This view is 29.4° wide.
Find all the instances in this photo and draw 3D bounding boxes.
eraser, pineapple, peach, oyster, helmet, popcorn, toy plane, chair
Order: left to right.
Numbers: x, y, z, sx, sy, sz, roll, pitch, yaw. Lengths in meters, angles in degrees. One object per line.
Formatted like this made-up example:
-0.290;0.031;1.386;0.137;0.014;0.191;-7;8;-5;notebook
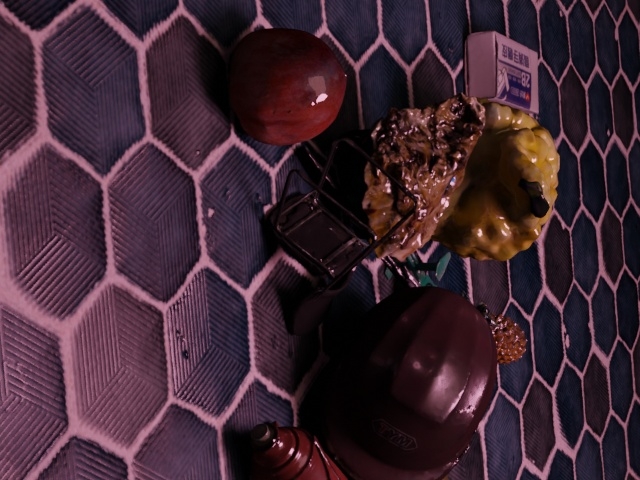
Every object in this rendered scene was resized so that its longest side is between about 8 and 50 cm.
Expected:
-0.036;-0.195;1.552;0.152;0.152;0.152;9;79;-57;peach
0.000;0.000;1.634;0.145;0.221;0.140;41;37;9;chair
0.100;-0.035;1.800;0.155;0.106;0.381;-59;135;-34;toy plane
0.136;0.187;1.669;0.225;0.177;0.305;30;40;-7;helmet
0.144;-0.085;1.721;0.214;0.083;0.222;-22;117;-35;oyster
0.252;-0.106;1.917;0.237;0.293;0.293;-49;127;-40;popcorn
0.288;0.163;2.084;0.221;0.083;0.103;31;61;-50;pineapple
0.334;-0.302;2.222;0.210;0.068;0.124;6;81;-58;eraser

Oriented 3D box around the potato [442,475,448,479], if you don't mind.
0.107;0.374;1.722;0.169;0.144;0.248;68;23;-44;potato

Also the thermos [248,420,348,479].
-0.025;0.304;1.572;0.232;0.099;0.124;54;9;-38;thermos
